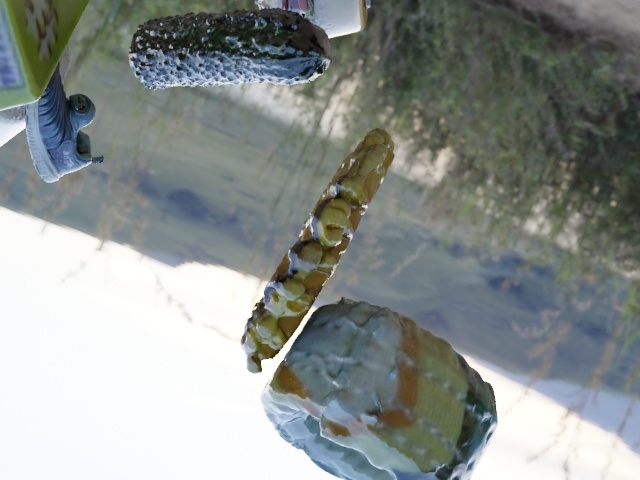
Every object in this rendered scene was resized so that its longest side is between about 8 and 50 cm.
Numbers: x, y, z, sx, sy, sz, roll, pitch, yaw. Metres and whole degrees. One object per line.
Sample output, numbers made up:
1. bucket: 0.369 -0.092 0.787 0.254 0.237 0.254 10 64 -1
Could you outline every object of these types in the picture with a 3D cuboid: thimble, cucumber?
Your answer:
1. thimble: 0.070 0.197 1.290 0.254 0.167 0.288 22 158 27
2. cucumber: -0.104 -0.225 1.284 0.096 0.096 0.359 23 171 -37

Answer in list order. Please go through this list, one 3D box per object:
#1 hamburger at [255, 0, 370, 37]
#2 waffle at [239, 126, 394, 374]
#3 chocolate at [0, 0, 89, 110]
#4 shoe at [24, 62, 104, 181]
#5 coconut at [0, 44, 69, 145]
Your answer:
1. hamburger: -0.011 -0.439 1.618 0.176 0.300 0.300 3 178 9
2. waffle: -0.004 0.007 1.267 0.058 0.301 0.282 32 147 -2
3. chocolate: -0.297 -0.291 0.943 0.137 0.301 0.289 1 -139 8
4. shoe: -0.258 -0.123 1.092 0.071 0.143 0.064 -11 -139 -10
5. coconut: -0.438 -0.216 1.295 0.237 0.238 0.265 23 154 -34
